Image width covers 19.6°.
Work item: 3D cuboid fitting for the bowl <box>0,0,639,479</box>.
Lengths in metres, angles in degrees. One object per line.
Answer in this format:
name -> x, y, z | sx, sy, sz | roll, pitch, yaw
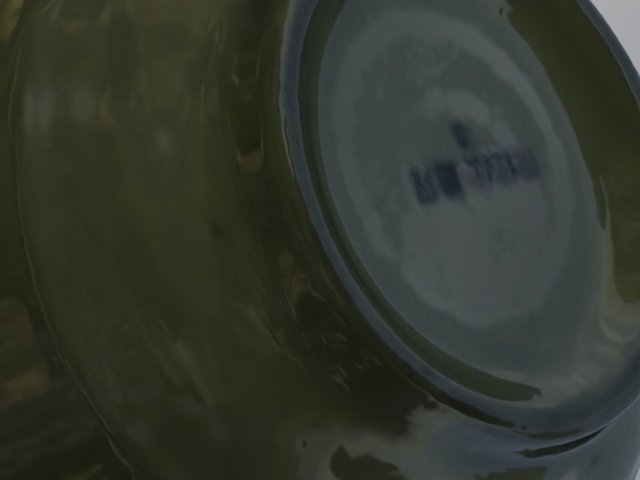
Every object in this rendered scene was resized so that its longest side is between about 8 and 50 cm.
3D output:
bowl -> 0.000, 0.000, 0.400 | 0.112, 0.211, 0.211 | -22, -101, 46
